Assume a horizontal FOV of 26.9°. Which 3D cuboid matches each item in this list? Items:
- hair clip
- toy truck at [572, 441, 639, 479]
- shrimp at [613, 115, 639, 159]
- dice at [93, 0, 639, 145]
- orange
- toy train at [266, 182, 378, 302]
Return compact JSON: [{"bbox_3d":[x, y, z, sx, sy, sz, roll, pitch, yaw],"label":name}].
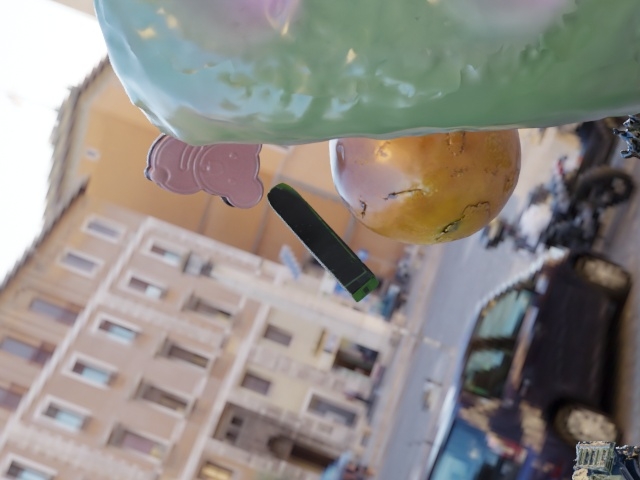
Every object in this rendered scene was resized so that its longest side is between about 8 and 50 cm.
[{"bbox_3d":[-0.150,-0.101,1.773,0.138,0.102,0.123,-13,-60,-39],"label":"hair clip"},{"bbox_3d":[0.362,0.305,1.579,0.202,0.074,0.088,53,-137,-35],"label":"toy truck"},{"bbox_3d":[0.555,-0.146,1.964,0.075,0.289,0.178,-38,30,54],"label":"shrimp"},{"bbox_3d":[0.045,-0.224,0.799,0.322,0.330,0.318,-28,-65,-75],"label":"dice"},{"bbox_3d":[0.134,-0.109,1.709,0.246,0.246,0.246,20,-90,-88],"label":"orange"},{"bbox_3d":[0.000,0.000,1.884,0.044,0.209,0.042,-40,-27,-5],"label":"toy train"}]
